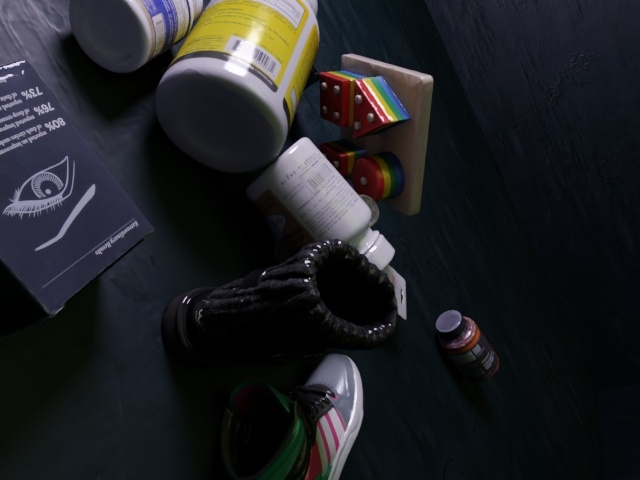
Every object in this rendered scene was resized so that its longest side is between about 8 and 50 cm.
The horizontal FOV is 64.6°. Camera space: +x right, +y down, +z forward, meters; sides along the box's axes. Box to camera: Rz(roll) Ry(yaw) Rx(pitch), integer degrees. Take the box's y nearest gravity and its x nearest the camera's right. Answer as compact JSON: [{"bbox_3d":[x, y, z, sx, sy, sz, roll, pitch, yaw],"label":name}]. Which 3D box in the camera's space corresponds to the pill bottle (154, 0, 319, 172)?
[{"bbox_3d":[-0.107,-0.282,0.785,0.188,0.187,0.334,44,46,-34],"label":"pill bottle"}]

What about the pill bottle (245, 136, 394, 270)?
[{"bbox_3d":[0.004,-0.035,0.792,0.229,0.131,0.131,48,35,-8],"label":"pill bottle"}]

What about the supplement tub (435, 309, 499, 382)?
[{"bbox_3d":[0.371,0.266,1.294,0.198,0.106,0.106,52,36,-26],"label":"supplement tub"}]

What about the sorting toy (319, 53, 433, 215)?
[{"bbox_3d":[0.087,-0.203,0.974,0.089,0.255,0.257,-16,123,-26],"label":"sorting toy"}]

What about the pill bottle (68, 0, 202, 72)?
[{"bbox_3d":[-0.242,-0.317,0.701,0.112,0.112,0.187,54,34,-23],"label":"pill bottle"}]

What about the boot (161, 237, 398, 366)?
[{"bbox_3d":[-0.003,0.092,0.682,0.348,0.260,0.131,0,72,-56],"label":"boot"}]

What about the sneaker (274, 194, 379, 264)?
[{"bbox_3d":[0.000,0.000,0.924,0.222,0.118,0.083,-27,87,-29],"label":"sneaker"}]

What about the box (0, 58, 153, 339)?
[{"bbox_3d":[-0.289,-0.038,0.471,0.207,0.108,0.153,59,33,-17],"label":"box"}]

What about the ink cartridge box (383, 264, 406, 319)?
[{"bbox_3d":[0.105,0.090,1.034,0.181,0.061,0.104,39,43,-38],"label":"ink cartridge box"}]

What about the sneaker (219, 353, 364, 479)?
[{"bbox_3d":[-0.039,0.233,0.688,0.178,0.123,0.296,62,32,-28],"label":"sneaker"}]

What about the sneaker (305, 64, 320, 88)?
[{"bbox_3d":[-0.070,-0.293,0.938,0.079,0.121,0.217,54,35,-22],"label":"sneaker"}]
